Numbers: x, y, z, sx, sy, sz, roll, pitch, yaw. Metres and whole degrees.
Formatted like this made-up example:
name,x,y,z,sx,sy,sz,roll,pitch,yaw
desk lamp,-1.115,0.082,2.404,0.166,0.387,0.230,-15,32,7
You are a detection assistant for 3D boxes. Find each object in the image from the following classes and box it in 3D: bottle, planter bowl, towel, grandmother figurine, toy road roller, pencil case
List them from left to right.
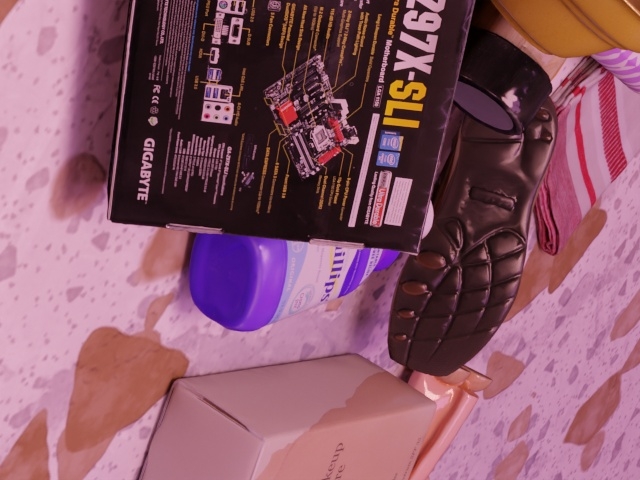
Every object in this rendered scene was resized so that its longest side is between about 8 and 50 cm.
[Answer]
name,x,y,z,sx,sy,sz,roll,pitch,yaw
bottle,0.000,0.000,1.618,0.283,0.092,0.118,-18,128,-49
grandmother figurine,0.075,0.292,1.972,0.208,0.104,0.342,23,92,-51
toy road roller,0.087,-0.247,1.491,0.329,0.240,0.202,39,79,-22
planter bowl,0.181,-0.208,1.329,0.090,0.217,0.217,-39,156,21
towel,0.361,-0.160,2.079,0.329,0.037,0.237,-48,148,-21
pencil case,0.329,-0.232,1.886,0.088,0.086,0.206,-40,143,20

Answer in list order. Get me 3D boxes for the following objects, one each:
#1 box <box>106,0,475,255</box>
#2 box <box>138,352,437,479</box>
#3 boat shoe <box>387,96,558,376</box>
name,x,y,z,sx,sy,sz,roll,pitch,yaw
box,-0.022,-0.153,1.324,0.257,0.079,0.322,5,119,-10
box,-0.030,0.211,1.721,0.311,0.121,0.148,-5,120,-55
boat shoe,0.163,-0.014,1.813,0.120,0.122,0.324,-102,-146,-83
